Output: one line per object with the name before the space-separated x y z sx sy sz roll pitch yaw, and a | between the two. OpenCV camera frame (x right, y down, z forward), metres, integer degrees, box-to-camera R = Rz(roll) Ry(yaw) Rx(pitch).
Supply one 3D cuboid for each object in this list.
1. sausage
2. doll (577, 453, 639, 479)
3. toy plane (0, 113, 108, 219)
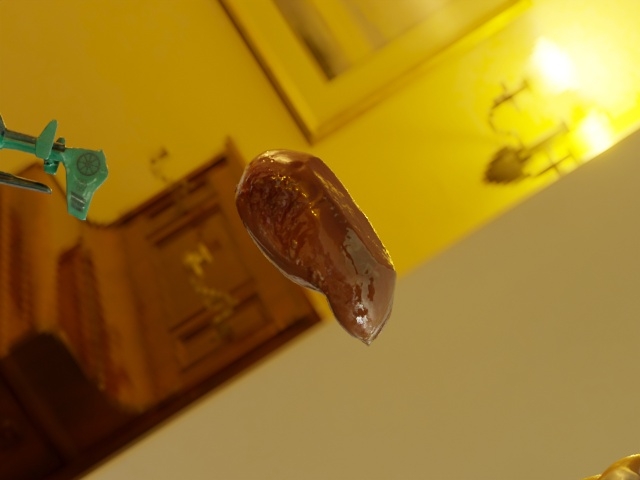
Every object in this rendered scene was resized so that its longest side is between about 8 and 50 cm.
sausage | 0.000 0.000 1.316 0.179 0.089 0.089 51 -1 13
doll | 0.187 0.200 0.872 0.162 0.167 0.270 26 -19 3
toy plane | -0.284 -0.092 1.343 0.235 0.096 0.060 15 -17 0
